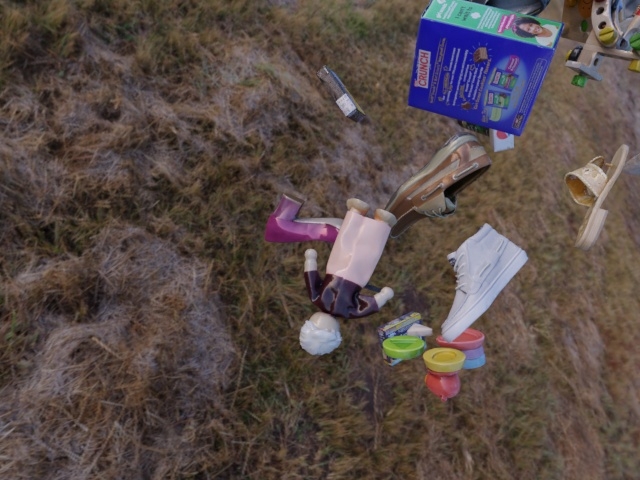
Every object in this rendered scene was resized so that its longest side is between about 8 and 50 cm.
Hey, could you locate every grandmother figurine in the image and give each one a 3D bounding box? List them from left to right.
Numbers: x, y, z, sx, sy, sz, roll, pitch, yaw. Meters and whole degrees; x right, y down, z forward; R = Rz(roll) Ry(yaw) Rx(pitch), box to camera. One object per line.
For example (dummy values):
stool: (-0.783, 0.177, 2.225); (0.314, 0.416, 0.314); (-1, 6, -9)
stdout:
grandmother figurine: (0.055, 0.090, 1.077); (0.342, 0.208, 0.104); (-64, 161, -8)

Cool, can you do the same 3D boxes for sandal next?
sandal: (0.474, -0.095, 0.886); (0.079, 0.088, 0.240); (23, 66, 17)

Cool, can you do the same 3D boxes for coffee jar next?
coffee jar: (0.638, -0.469, 1.979); (0.184, 0.079, 0.096); (31, 7, 32)

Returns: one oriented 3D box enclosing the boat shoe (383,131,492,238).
boat shoe: (0.280, -0.114, 1.225); (0.123, 0.324, 0.120); (0, 47, -52)

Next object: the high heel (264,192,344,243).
high heel: (0.000, 0.000, 1.661); (0.377, 0.181, 0.127); (30, 19, 11)

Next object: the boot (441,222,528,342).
boot: (0.299, 0.080, 1.012); (0.123, 0.095, 0.258); (42, 69, 12)

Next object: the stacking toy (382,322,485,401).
stacking toy: (0.363, 0.377, 1.579); (0.309, 0.280, 0.130); (-15, 104, -49)

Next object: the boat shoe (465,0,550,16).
boat shoe: (0.477, -0.647, 1.389); (0.114, 0.303, 0.091); (54, 48, -33)

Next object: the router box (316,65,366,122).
router box: (0.069, -0.479, 1.638); (0.178, 0.046, 0.133); (56, 17, 8)

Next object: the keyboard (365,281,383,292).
keyboard: (0.127, 0.135, 1.649); (0.192, 0.100, 0.038); (16, 86, -8)

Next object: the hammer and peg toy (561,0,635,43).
hammer and peg toy: (0.884, -0.754, 1.559); (0.361, 0.128, 0.265); (-110, -170, -59)

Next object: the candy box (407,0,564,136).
candy box: (0.401, -0.439, 1.264); (0.317, 0.268, 0.122); (20, 58, 15)

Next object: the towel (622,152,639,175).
towel: (1.080, -0.249, 1.469); (0.282, 0.187, 0.049); (3, 68, -2)

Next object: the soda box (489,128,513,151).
soda box: (0.655, -0.437, 1.805); (0.069, 0.074, 0.216); (-86, 163, -56)

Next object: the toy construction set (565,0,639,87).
toy construction set: (0.719, -0.475, 1.191); (0.257, 0.237, 0.309); (36, 21, 20)

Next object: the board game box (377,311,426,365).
board game box: (0.296, 0.354, 1.805); (0.170, 0.048, 0.141); (-18, 102, -27)
